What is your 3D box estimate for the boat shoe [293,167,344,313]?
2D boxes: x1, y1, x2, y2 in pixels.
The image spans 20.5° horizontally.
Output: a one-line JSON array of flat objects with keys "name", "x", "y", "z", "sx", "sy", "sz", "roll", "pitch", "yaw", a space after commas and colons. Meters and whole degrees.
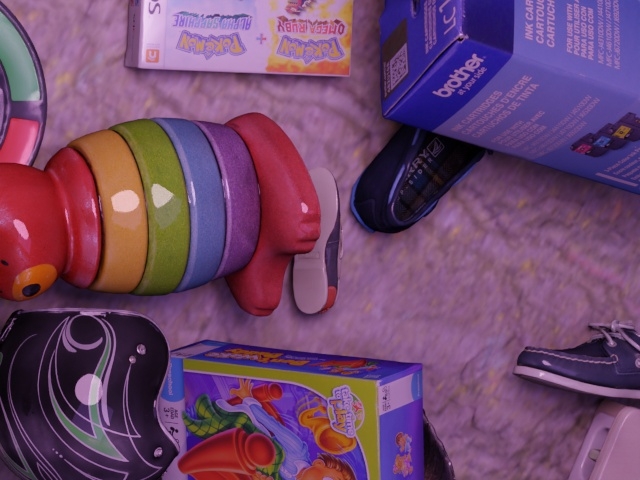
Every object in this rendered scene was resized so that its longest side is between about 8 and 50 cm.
[{"name": "boat shoe", "x": 0.000, "y": 0.000, "z": 1.648, "sx": 0.043, "sy": 0.049, "sz": 0.137, "roll": -8, "pitch": 100, "yaw": -64}]

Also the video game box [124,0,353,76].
[{"name": "video game box", "x": -0.069, "y": -0.242, "z": 1.585, "sx": 0.205, "sy": 0.048, "sz": 0.187, "roll": 0, "pitch": 100, "yaw": -22}]

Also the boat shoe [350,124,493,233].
[{"name": "boat shoe", "x": 0.139, "y": -0.103, "z": 1.662, "sx": 0.109, "sy": 0.089, "sz": 0.258, "roll": 36, "pitch": 83, "yaw": -22}]

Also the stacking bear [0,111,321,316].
[{"name": "stacking bear", "x": -0.174, "y": -0.019, "z": 1.499, "sx": 0.289, "sy": 0.175, "sz": 0.164, "roll": -7, "pitch": 61, "yaw": -26}]

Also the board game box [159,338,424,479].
[{"name": "board game box", "x": -0.025, "y": 0.273, "z": 1.571, "sx": 0.078, "sy": 0.233, "sz": 0.347, "roll": -14, "pitch": 104, "yaw": -56}]

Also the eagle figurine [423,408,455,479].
[{"name": "eagle figurine", "x": 0.083, "y": 0.311, "z": 1.651, "sx": 0.226, "sy": 0.225, "sz": 0.298, "roll": -42, "pitch": 121, "yaw": -1}]

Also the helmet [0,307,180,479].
[{"name": "helmet", "x": -0.203, "y": 0.145, "z": 1.522, "sx": 0.169, "sy": 0.169, "sz": 0.162, "roll": 6, "pitch": 79, "yaw": -22}]

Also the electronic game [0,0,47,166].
[{"name": "electronic game", "x": -0.341, "y": -0.115, "z": 1.485, "sx": 0.229, "sy": 0.048, "sz": 0.229, "roll": -2, "pitch": 96, "yaw": -25}]

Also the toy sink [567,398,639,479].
[{"name": "toy sink", "x": 0.327, "y": 0.254, "z": 1.764, "sx": 0.234, "sy": 0.131, "sz": 0.153, "roll": 23, "pitch": 88, "yaw": -28}]

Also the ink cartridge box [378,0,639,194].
[{"name": "ink cartridge box", "x": 0.202, "y": -0.214, "z": 1.582, "sx": 0.395, "sy": 0.151, "sz": 0.270, "roll": 14, "pitch": 58, "yaw": -21}]

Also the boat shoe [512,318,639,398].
[{"name": "boat shoe", "x": 0.303, "y": 0.119, "z": 1.754, "sx": 0.254, "sy": 0.095, "sz": 0.079, "roll": 9, "pitch": 93, "yaw": -25}]
